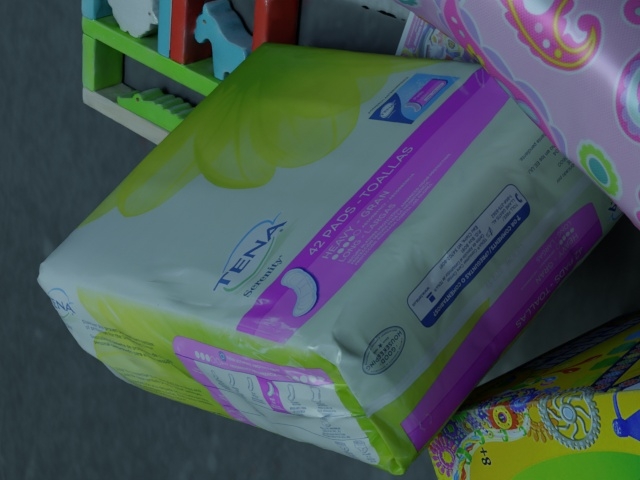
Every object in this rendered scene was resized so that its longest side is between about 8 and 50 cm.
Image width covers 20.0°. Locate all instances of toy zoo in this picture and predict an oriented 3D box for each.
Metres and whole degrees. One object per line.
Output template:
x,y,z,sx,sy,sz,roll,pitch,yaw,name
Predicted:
-0.088,-0.194,1.202,0.192,0.030,0.293,30,127,37,toy zoo

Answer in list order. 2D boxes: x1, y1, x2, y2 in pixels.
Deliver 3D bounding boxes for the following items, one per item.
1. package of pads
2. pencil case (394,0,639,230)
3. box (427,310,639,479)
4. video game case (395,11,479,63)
0.000,0.000,1.010,0.296,0.229,0.101,12,143,52,package of pads
0.129,-0.092,0.855,0.284,0.124,0.124,48,136,21,pencil case
0.240,0.180,0.892,0.279,0.177,0.290,-15,95,51,box
0.094,-0.096,1.058,0.122,0.011,0.087,43,134,27,video game case
